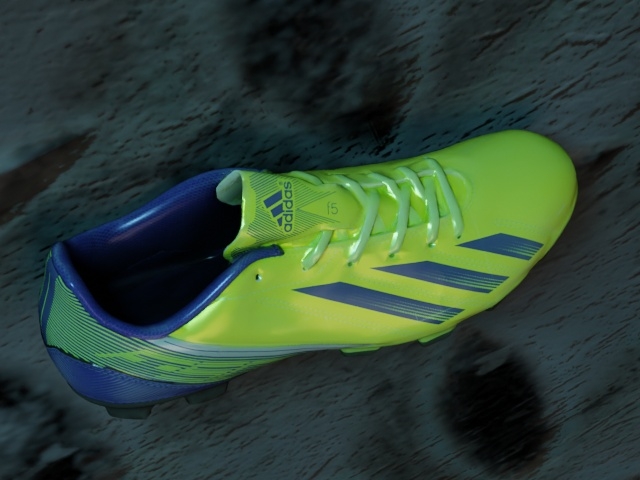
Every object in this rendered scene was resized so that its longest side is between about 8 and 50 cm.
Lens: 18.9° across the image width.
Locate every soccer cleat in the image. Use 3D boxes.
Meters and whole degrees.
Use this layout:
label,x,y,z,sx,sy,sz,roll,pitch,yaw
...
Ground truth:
label,x,y,z,sx,sy,sz,roll,pitch,yaw
soccer cleat,0.000,0.001,0.954,0.289,0.093,0.121,-19,142,-11
